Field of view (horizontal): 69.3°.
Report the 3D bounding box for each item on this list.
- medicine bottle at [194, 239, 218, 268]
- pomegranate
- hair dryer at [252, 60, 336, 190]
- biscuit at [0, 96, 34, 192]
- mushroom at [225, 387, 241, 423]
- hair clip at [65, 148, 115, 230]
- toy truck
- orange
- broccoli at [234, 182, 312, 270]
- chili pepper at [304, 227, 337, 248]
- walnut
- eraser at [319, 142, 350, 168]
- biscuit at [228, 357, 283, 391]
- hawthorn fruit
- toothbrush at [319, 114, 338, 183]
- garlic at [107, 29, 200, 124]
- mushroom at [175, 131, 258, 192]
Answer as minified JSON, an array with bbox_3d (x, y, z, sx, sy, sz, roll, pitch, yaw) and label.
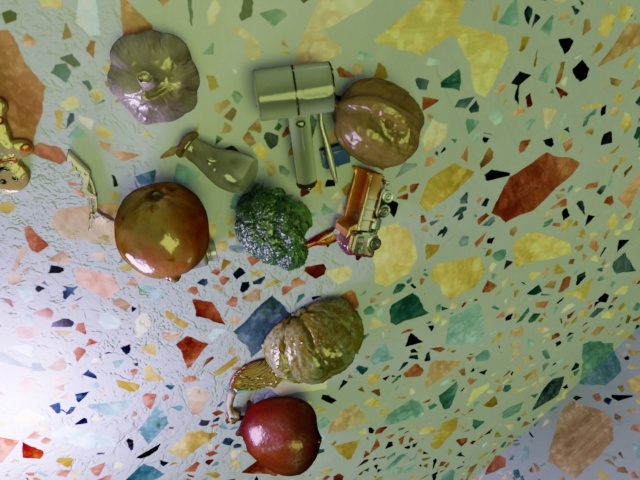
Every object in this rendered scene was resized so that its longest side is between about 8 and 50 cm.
[{"bbox_3d":[-0.376,0.044,1.359,0.140,0.079,0.079,-14,123,-12],"label":"medicine bottle"},{"bbox_3d":[-0.405,-0.011,1.214,0.229,0.252,0.270,-9,127,-10],"label":"pomegranate"},{"bbox_3d":[-0.055,-0.282,1.243,0.203,0.128,0.362,-8,124,-4],"label":"hair dryer"},{"bbox_3d":[-0.767,-0.221,1.094,0.153,0.030,0.234,-12,122,-11],"label":"biscuit"},{"bbox_3d":[-0.325,0.616,1.713,0.060,0.061,0.187,0,127,-7],"label":"mushroom"},{"bbox_3d":[-0.597,-0.132,1.204,0.072,0.034,0.226,-12,121,-17],"label":"hair clip"},{"bbox_3d":[0.133,-0.085,1.433,0.135,0.114,0.270,4,108,-26],"label":"toy truck"},{"bbox_3d":[-0.006,0.376,1.614,0.369,0.210,0.271,-28,122,-6],"label":"orange"},{"bbox_3d":[-0.126,-0.038,1.334,0.242,0.261,0.269,-20,86,-35],"label":"broccoli"},{"bbox_3d":[0.000,0.000,1.500,0.178,0.027,0.045,-23,120,-6],"label":"chili pepper"},{"bbox_3d":[0.150,-0.319,1.262,0.257,0.257,0.224,22,78,-29],"label":"walnut"},{"bbox_3d":[0.043,-0.252,1.369,0.085,0.027,0.063,-17,124,-9],"label":"eraser"},{"bbox_3d":[-0.226,0.509,1.714,0.228,0.031,0.176,-33,123,1],"label":"biscuit"},{"bbox_3d":[-0.140,0.718,1.736,0.311,0.295,0.295,33,105,-7],"label":"hawthorn fruit"},{"bbox_3d":[0.006,-0.302,1.305,0.030,0.025,0.307,-16,114,-1],"label":"toothbrush"},{"bbox_3d":[-0.378,-0.358,1.046,0.219,0.212,0.218,-6,116,-12],"label":"garlic"},{"bbox_3d":[-0.277,-0.205,1.251,0.225,0.093,0.116,21,99,-19],"label":"mushroom"}]
